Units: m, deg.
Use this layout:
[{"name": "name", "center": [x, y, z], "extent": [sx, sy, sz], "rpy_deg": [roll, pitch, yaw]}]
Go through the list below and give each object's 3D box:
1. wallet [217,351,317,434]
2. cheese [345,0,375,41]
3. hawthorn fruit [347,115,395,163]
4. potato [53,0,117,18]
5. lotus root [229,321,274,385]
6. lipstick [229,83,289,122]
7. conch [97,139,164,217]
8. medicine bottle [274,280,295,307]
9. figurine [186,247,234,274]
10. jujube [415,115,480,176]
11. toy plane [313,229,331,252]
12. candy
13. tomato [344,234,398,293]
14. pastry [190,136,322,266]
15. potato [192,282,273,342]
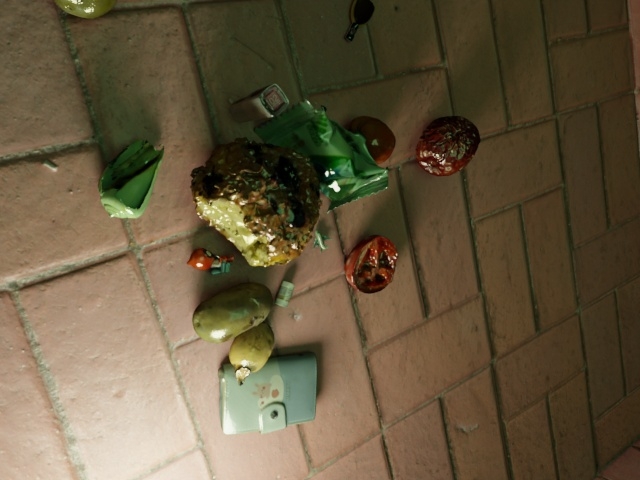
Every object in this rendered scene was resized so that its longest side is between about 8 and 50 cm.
[{"name": "wallet", "center": [-0.169, 0.520, 1.761], "extent": [0.361, 0.083, 0.252], "rpy_deg": [-1, 90, -29]}, {"name": "cheese", "center": [0.131, -0.770, 1.826], "extent": [0.086, 0.036, 0.162], "rpy_deg": [29, 81, -33]}, {"name": "hawthorn fruit", "center": [0.172, -0.346, 1.821], "extent": [0.189, 0.189, 0.189], "rpy_deg": [-4, 97, -31]}, {"name": "potato", "center": [-0.591, -0.697, 1.335], "extent": [0.174, 0.159, 0.251], "rpy_deg": [39, 65, -52]}, {"name": "lotus root", "center": [-0.224, 0.353, 1.673], "extent": [0.125, 0.118, 0.220], "rpy_deg": [23, 57, 4]}, {"name": "lipstick", "center": [-0.189, -0.399, 1.547], "extent": [0.079, 0.253, 0.077], "rpy_deg": [-46, 115, -17]}, {"name": "conch", "center": [-0.524, -0.177, 1.437], "extent": [0.144, 0.137, 0.250], "rpy_deg": [23, 83, -30]}, {"name": "medicine bottle", "center": [-0.121, 0.181, 1.770], "extent": [0.047, 0.047, 0.083], "rpy_deg": [23, 83, -31]}, {"name": "figurine", "center": [-0.342, 0.066, 1.618], "extent": [0.140, 0.068, 0.075], "rpy_deg": [10, 93, -25]}, {"name": "jujube", "center": [0.484, -0.365, 1.984], "extent": [0.232, 0.213, 0.213], "rpy_deg": [-50, 117, -22]}, {"name": "toy plane", "center": [-0.001, 0.000, 1.831], "extent": [0.080, 0.033, 0.083], "rpy_deg": [-29, 102, -24]}, {"name": "candy", "center": [0.003, -0.275, 1.684], "extent": [0.398, 0.263, 0.172], "rpy_deg": [37, 41, -30]}, {"name": "tomato", "center": [0.174, 0.087, 1.910], "extent": [0.228, 0.101, 0.227], "rpy_deg": [-10, 108, -34]}, {"name": "pastry", "center": [-0.168, -0.132, 1.573], "extent": [0.405, 0.292, 0.337], "rpy_deg": [46, 61, -16]}, {"name": "potato", "center": [-0.268, 0.219, 1.621], "extent": [0.262, 0.165, 0.165], "rpy_deg": [-29, 109, -18]}]
